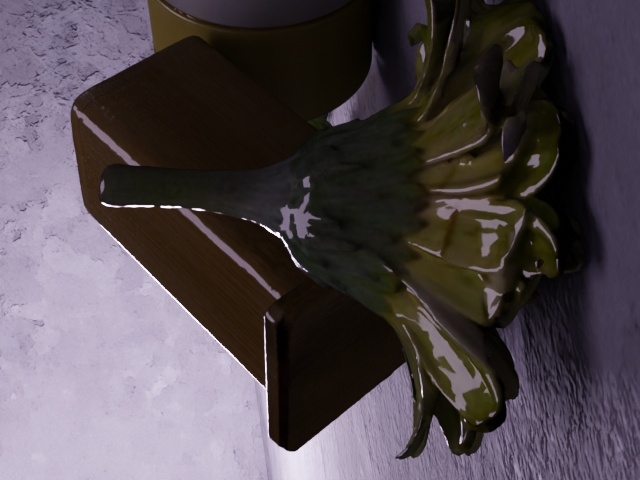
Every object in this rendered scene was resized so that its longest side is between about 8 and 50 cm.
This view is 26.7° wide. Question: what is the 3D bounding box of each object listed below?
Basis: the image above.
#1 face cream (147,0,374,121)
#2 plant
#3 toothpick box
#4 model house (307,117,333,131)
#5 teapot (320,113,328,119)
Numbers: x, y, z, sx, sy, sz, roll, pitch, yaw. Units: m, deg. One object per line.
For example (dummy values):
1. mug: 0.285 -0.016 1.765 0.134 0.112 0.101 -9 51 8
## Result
1. face cream: -0.056 -0.241 1.273 0.179 0.218 0.218 90 170 -47
2. plant: 0.047 -0.040 0.837 0.261 0.297 0.305 -39 35 45
3. toothpick box: -0.060 -0.015 1.136 0.308 0.190 0.187 40 150 28
4. model house: 0.000 0.000 1.521 0.211 0.170 0.194 51 153 18
5. teapot: -0.050 -0.205 1.695 0.108 0.111 0.149 135 135 -63
